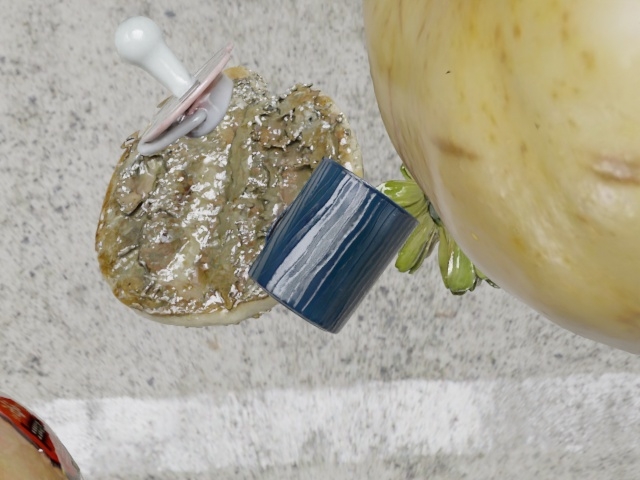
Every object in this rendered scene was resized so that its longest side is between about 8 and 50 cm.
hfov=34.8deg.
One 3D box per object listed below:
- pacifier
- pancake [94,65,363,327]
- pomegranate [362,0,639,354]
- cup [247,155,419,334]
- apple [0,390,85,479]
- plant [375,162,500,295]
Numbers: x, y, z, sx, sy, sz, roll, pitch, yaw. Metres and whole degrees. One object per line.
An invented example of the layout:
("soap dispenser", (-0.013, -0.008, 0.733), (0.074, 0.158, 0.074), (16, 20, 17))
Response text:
("pacifier", (-0.090, -0.094, 0.589), (0.081, 0.099, 0.078), (-41, 107, 10))
("pancake", (-0.118, -0.064, 1.327), (0.382, 0.071, 0.382), (-9, 63, 18))
("pomegranate", (0.164, -0.109, 0.452), (0.343, 0.342, 0.342), (0, 70, 1))
("cup", (0.009, 0.006, 1.002), (0.113, 0.150, 0.138), (35, 90, -5))
("apple", (-0.340, 0.294, 0.759), (0.392, 0.391, 0.346), (-18, 87, -6))
("plant", (0.237, -0.094, 1.571), (0.261, 0.297, 0.306), (-17, 39, -23))
